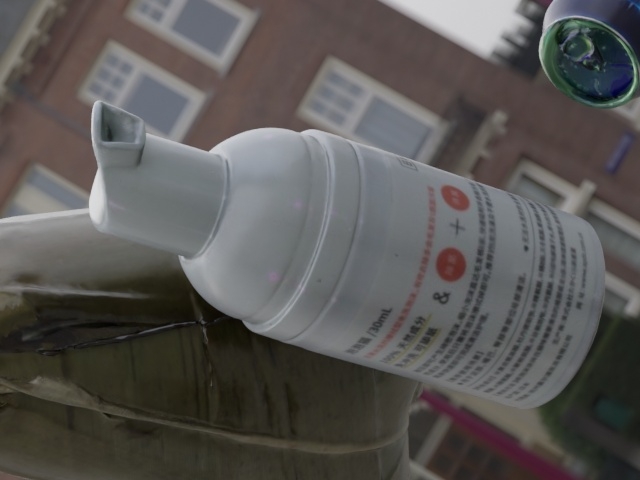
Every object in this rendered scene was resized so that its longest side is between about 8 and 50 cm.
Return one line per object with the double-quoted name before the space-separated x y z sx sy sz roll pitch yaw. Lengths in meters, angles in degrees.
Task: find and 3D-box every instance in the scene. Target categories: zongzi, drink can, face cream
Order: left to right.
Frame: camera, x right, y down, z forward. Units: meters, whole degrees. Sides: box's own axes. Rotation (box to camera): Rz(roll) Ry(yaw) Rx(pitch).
"zongzi" -0.145 0.198 1.418 0.499 0.218 0.467 -10 -73 -24
"face cream" 0.000 0.000 1.254 0.145 0.369 0.145 -48 33 45
"drink can" 0.277 -0.209 1.648 0.205 0.118 0.118 -51 -13 -36
